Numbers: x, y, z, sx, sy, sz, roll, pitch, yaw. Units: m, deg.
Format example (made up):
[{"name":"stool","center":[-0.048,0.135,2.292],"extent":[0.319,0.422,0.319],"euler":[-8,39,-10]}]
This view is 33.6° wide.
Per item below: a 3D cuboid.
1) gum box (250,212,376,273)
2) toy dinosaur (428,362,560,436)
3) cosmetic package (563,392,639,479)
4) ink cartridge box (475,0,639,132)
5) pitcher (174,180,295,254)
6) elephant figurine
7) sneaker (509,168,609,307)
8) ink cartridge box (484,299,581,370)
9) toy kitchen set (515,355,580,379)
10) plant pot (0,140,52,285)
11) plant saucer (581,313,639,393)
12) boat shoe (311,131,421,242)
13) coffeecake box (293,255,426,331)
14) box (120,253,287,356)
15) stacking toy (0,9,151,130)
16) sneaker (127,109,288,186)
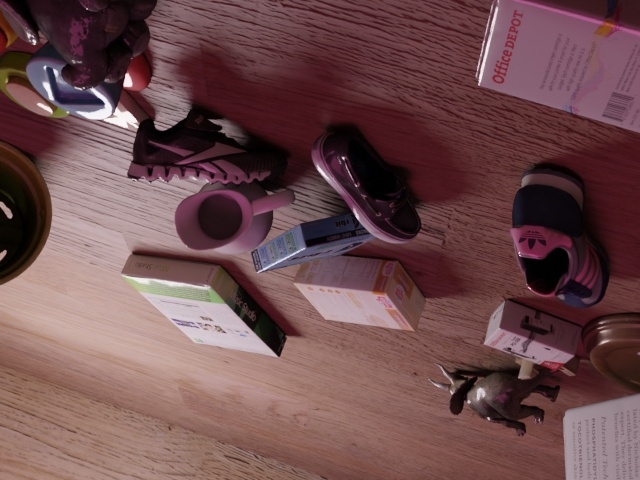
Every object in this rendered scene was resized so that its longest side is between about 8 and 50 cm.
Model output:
[{"name":"gum box","center":[0.000,0.000,1.643],"extent":[0.157,0.041,0.184],"euler":[-12,172,-29]},{"name":"toy dinosaur","center":[0.345,0.296,2.002],"extent":[0.160,0.121,0.313],"euler":[15,163,-22]},{"name":"cosmetic package","center":[0.633,0.416,1.676],"extent":[0.329,0.327,0.394],"euler":[9,160,-19]},{"name":"ink cartridge box","center":[0.273,-0.200,1.045],"extent":[0.212,0.093,0.154],"euler":[16,155,8]},{"name":"pitcher","center":[-0.116,-0.044,1.614],"extent":[0.178,0.125,0.207],"euler":[-13,-178,6]},{"name":"elephant figurine","center":[-0.333,-0.297,1.276],"extent":[0.239,0.169,0.186],"euler":[33,129,11]},{"name":"sneaker","center":[0.319,0.036,1.456],"extent":[0.112,0.131,0.319],"euler":[5,152,30]},{"name":"ink cartridge box","center":[0.355,0.160,1.781],"extent":[0.135,0.056,0.099],"euler":[20,157,1]},{"name":"toy kitchen set","center":[0.397,0.227,1.872],"extent":[0.075,0.068,0.083],"euler":[32,154,-23]},{"name":"plant pot","center":[-0.644,-0.035,1.965],"extent":[0.276,0.276,0.254],"euler":[26,167,-12]},{"name":"plant saucer","center":[0.560,0.199,1.722],"extent":[0.278,0.041,0.278],"euler":[18,156,8]},{"name":"boat shoe","center":[0.083,-0.074,1.492],"extent":[0.076,0.080,0.228],"euler":[-4,139,46]},{"name":"coffeecake box","center":[0.069,0.089,1.845],"extent":[0.186,0.068,0.142],"euler":[5,152,31]},{"name":"box","center":[-0.238,0.138,2.215],"extent":[0.232,0.058,0.322],"euler":[6,153,29]},{"name":"stacking toy","center":[-0.400,-0.213,1.512],"extent":[0.309,0.130,0.279],"euler":[15,155,14]},{"name":"sneaker","center":[-0.163,-0.136,1.541],"extent":[0.234,0.106,0.078],"euler":[1,-165,-6]}]
